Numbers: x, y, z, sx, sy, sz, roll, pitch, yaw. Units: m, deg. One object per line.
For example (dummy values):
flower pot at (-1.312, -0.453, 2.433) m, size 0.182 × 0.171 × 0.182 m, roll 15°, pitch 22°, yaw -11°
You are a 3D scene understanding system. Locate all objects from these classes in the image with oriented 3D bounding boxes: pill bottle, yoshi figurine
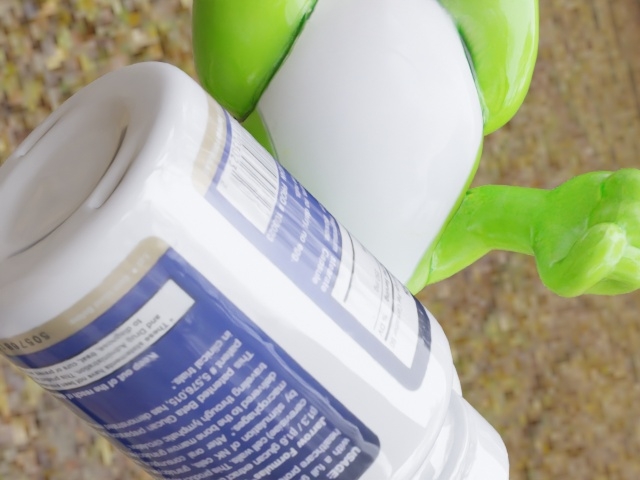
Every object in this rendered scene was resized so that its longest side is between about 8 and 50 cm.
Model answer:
pill bottle at (-0.020, 0.035, 0.541) m, size 0.169 × 0.094 × 0.094 m, roll 44°, pitch 31°, yaw -28°
yoshi figurine at (0.013, 0.005, 0.709) m, size 0.203 × 0.203 × 0.362 m, roll -6°, pitch 104°, yaw -55°
